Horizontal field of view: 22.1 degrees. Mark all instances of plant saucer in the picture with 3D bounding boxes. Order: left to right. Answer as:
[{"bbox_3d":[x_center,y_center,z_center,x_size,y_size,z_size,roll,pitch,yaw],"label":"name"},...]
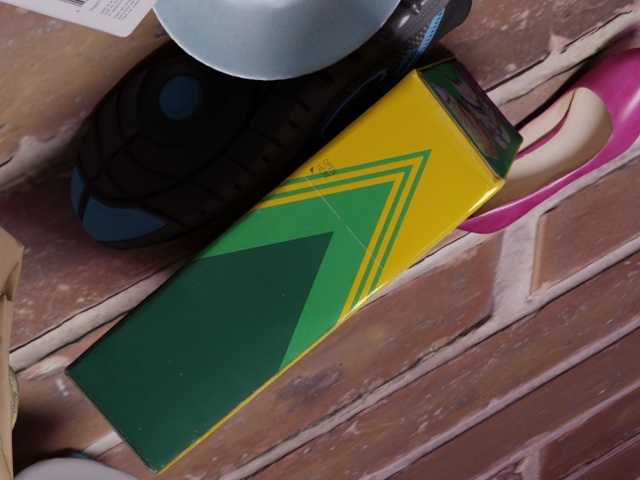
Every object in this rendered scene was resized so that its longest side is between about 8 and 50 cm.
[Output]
[{"bbox_3d":[-0.029,-0.200,1.054,0.195,0.037,0.195,-10,119,-19],"label":"plant saucer"}]

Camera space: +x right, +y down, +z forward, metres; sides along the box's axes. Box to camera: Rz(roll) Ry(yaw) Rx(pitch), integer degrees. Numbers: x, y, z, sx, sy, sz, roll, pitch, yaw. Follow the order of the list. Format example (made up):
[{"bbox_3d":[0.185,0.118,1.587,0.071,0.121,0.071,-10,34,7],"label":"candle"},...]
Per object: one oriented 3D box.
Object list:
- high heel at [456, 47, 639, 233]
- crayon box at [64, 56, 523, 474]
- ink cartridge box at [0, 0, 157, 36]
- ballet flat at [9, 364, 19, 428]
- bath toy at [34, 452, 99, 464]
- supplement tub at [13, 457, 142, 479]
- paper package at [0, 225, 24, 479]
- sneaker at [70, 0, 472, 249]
[{"bbox_3d":[0.215,-0.091,1.527,0.117,0.082,0.244,-18,163,-50],"label":"high heel"},{"bbox_3d":[0.000,0.000,1.238,0.313,0.106,0.363,-41,180,12],"label":"crayon box"},{"bbox_3d":[-0.150,-0.210,0.895,0.153,0.087,0.208,-46,152,21],"label":"ink cartridge box"},{"bbox_3d":[-0.346,0.214,1.355,0.123,0.123,0.348,-4,140,-46],"label":"ballet flat"},{"bbox_3d":[-0.317,0.358,1.599,0.151,0.129,0.348,27,119,-23],"label":"bath toy"},{"bbox_3d":[-0.252,0.366,1.392,0.235,0.235,0.325,-1,134,-49],"label":"supplement tub"},{"bbox_3d":[-0.360,0.045,0.849,0.324,0.168,0.309,-9,158,13],"label":"paper package"},{"bbox_3d":[-0.026,-0.101,1.183,0.341,0.125,0.139,-36,160,8],"label":"sneaker"}]
